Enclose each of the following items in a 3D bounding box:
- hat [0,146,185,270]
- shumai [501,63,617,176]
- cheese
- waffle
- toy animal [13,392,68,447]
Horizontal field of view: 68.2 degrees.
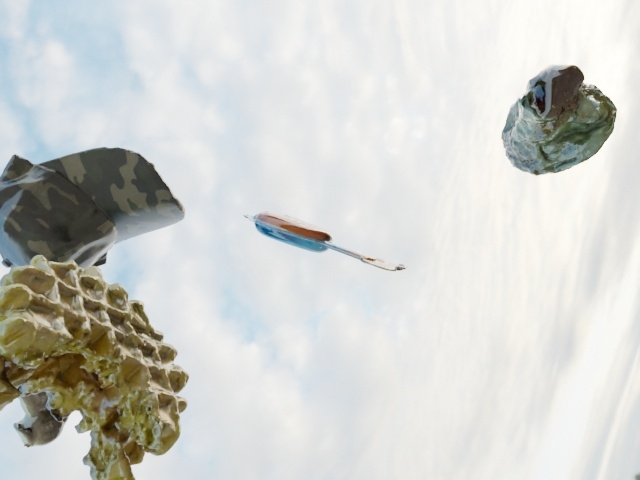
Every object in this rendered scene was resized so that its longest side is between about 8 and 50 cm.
[{"bbox_3d":[-0.533,-0.034,1.102,0.366,0.381,0.258,64,-148,-49],"label":"hat"},{"bbox_3d":[0.458,-0.273,1.006,0.203,0.271,0.222,21,-101,-22],"label":"shumai"},{"bbox_3d":[0.000,0.000,0.678,0.106,0.255,0.037,-1,-72,-66],"label":"cheese"},{"bbox_3d":[-0.332,0.172,0.658,0.151,0.261,0.324,-33,-56,1],"label":"waffle"},{"bbox_3d":[-0.637,0.344,1.094,0.168,0.121,0.233,34,-117,-16],"label":"toy animal"}]
